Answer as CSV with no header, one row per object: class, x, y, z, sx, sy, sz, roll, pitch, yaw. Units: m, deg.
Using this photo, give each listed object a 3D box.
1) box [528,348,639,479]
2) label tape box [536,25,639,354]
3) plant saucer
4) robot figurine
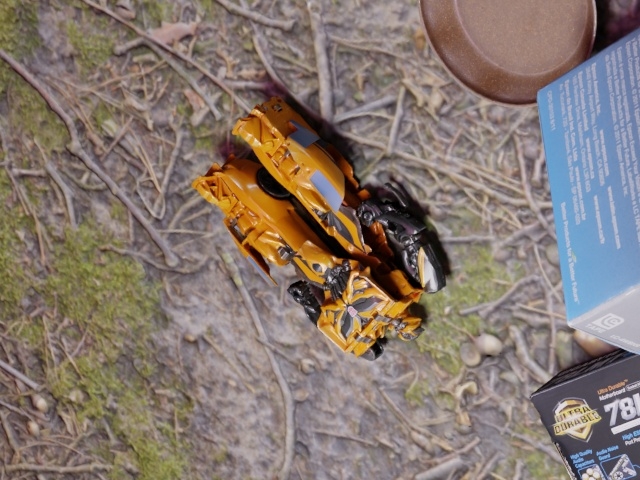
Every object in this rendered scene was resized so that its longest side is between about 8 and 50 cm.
box,0.386,0.224,1.819,0.295,0.073,0.293,-28,89,42
label tape box,0.352,-0.087,1.584,0.348,0.115,0.249,-31,49,38
plant saucer,0.182,-0.226,1.799,0.199,0.036,0.198,18,122,33
robot figurine,0.000,0.000,2.021,0.291,0.085,0.211,49,133,11
